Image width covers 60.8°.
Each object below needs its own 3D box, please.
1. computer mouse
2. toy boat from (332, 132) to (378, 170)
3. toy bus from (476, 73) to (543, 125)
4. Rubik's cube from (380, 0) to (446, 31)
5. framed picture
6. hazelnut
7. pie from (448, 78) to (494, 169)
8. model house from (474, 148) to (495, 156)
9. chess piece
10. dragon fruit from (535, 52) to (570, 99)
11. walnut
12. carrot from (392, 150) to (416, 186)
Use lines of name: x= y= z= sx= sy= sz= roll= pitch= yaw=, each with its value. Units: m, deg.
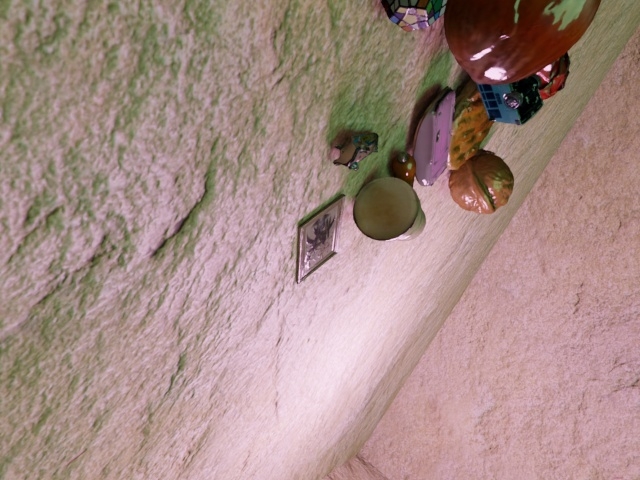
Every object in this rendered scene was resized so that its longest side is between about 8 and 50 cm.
computer mouse: x=0.327 y=-0.298 z=1.580 sx=0.158 sy=0.072 sz=0.310 roll=-49 pitch=150 yaw=-31
toy boat: x=0.100 y=-0.223 z=1.305 sx=0.084 sy=0.066 sz=0.210 roll=-56 pitch=169 yaw=32
toy bus: x=0.518 y=-0.460 z=1.535 sx=0.128 sy=0.147 sz=0.256 roll=-41 pitch=121 yaw=-19
Rubik's cube: x=0.185 y=-0.480 z=1.069 sx=0.133 sy=0.133 sz=0.112 roll=-62 pitch=180 yaw=14
framed picture: x=0.000 y=0.000 z=1.455 sx=0.173 sy=0.010 sz=0.231 roll=-38 pitch=150 yaw=-31
hazelnut: x=0.448 y=-0.534 z=1.238 sx=0.373 sy=0.315 sz=0.372 roll=-16 pitch=131 yaw=-19
pie: x=0.482 y=-0.391 z=1.746 sx=0.339 sy=0.083 sz=0.339 roll=-38 pitch=148 yaw=-29
model house: x=0.634 y=-0.322 z=2.120 sx=0.083 sy=0.057 sz=0.058 roll=-19 pitch=132 yaw=-54
chess piece: x=0.225 y=-0.068 z=1.600 sx=0.182 sy=0.182 sz=0.330 roll=-58 pitch=160 yaw=6
dragon fruit: x=0.718 y=-0.562 z=1.792 sx=0.274 sy=0.193 sz=0.192 roll=-49 pitch=-151 yaw=45
walnut: x=0.577 y=-0.211 z=1.971 sx=0.225 sy=0.257 sz=0.257 roll=-24 pitch=164 yaw=22
carrot: x=0.255 y=-0.175 z=1.630 sx=0.069 sy=0.069 sz=0.336 roll=-50 pitch=158 yaw=-10
